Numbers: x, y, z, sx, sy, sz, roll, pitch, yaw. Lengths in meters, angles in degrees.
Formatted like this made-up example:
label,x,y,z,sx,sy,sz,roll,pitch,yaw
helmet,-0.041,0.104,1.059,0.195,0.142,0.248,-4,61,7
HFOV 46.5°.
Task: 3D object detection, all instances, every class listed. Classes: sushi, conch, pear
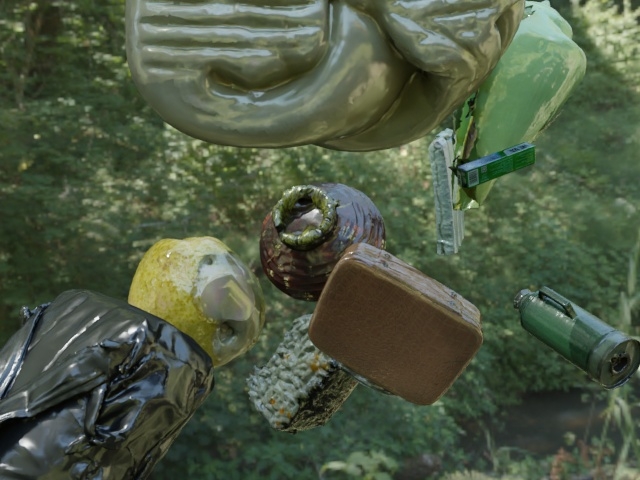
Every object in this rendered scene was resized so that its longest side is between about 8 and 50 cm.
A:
label,x,y,z,sx,sy,sz,roll,pitch,yaw
sushi,-0.013,0.225,1.272,0.136,0.225,0.126,48,9,31
conch,0.206,-0.171,0.854,0.250,0.137,0.143,-52,1,-16
pear,-0.235,0.117,1.411,0.271,0.271,0.271,-6,7,1

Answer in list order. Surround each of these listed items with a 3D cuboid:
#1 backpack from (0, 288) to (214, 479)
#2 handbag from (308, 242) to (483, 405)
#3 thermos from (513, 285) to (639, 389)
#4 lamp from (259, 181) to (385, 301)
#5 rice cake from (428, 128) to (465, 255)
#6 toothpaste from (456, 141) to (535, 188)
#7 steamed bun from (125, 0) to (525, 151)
label,x,y,z,sx,sy,sz,roll,pitch,yaw
backpack,-0.388,0.277,1.062,0.363,0.255,0.445,6,56,45
handbag,0.085,0.105,0.903,0.193,0.151,0.072,31,20,0
thermos,0.326,0.118,0.991,0.083,0.073,0.188,24,9,-34
lamp,0.000,0.000,1.356,0.247,0.247,0.247,-6,7,1
rice cake,0.230,-0.092,1.353,0.038,0.211,0.124,-2,20,22
toothpaste,0.169,-0.072,0.715,0.083,0.020,0.017,-21,29,-20
steamed bun,-0.005,-0.261,0.679,0.343,0.367,0.255,-5,1,-1
